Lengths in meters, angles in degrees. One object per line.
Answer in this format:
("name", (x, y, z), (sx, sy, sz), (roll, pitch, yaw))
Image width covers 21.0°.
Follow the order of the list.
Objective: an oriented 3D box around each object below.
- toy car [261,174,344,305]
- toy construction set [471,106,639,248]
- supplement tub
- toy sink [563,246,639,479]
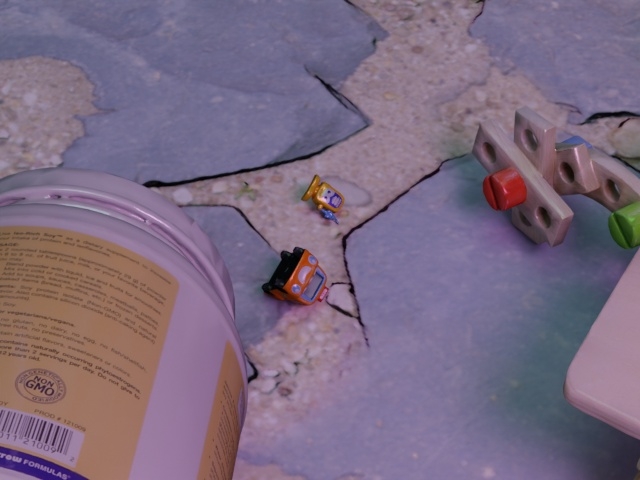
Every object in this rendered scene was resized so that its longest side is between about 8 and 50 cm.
("toy car", (0.000, 0.000, 1.251), (0.040, 0.060, 0.122), (33, 58, -12))
("toy construction set", (0.282, -0.078, 1.250), (0.328, 0.151, 0.215), (-26, 78, -11))
("supplement tub", (-0.169, 0.129, 0.990), (0.241, 0.241, 0.331), (3, 34, 4))
("toy sink", (0.274, 0.126, 1.085), (0.234, 0.131, 0.153), (26, 54, 15))
